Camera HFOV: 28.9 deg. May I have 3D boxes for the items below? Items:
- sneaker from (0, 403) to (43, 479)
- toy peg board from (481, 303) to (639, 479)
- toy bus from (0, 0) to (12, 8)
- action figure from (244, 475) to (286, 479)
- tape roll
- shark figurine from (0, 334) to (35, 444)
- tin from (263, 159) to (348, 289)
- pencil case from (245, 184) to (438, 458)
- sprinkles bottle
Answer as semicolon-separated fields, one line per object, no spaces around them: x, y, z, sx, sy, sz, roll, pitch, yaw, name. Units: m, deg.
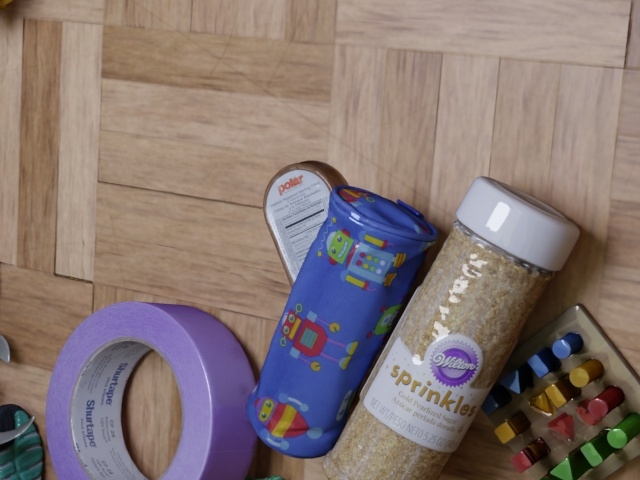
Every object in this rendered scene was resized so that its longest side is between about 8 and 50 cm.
-0.428;0.335;1.690;0.098;0.083;0.223;-10;91;38;sneaker
0.245;0.179;1.280;0.161;0.079;0.160;-42;76;27;toy peg board
-0.427;-0.325;1.529;0.191;0.202;0.104;-46;49;15;toy bus
-0.123;0.354;1.525;0.232;0.063;0.137;-40;75;27;action figure
-0.208;0.212;1.505;0.275;0.090;0.274;-5;81;35;tape roll
-0.482;0.175;1.643;0.166;0.116;0.278;-39;54;35;shark figurine
0.000;0.000;1.422;0.106;0.040;0.189;-24;84;26;tin
0.020;0.089;1.336;0.119;0.133;0.306;35;115;27;pencil case
0.132;0.113;1.283;0.121;0.121;0.355;32;103;23;sprinkles bottle
